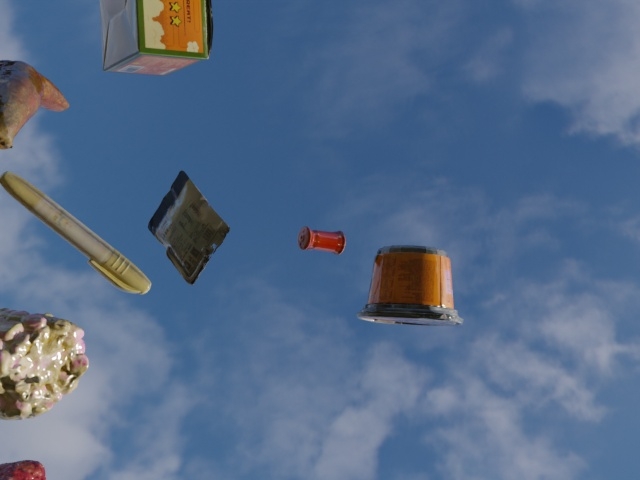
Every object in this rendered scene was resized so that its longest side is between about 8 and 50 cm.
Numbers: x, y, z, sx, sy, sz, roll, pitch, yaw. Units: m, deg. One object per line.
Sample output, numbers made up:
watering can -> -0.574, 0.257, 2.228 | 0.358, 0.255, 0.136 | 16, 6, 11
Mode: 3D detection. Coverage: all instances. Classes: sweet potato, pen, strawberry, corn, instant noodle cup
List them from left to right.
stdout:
corn -> -0.368, 0.113, 0.697 | 0.335, 0.126, 0.127 | 1, -71, 26
strawberry -> -0.450, 0.368, 1.029 | 0.131, 0.148, 0.131 | -7, -57, -10
sweet potato -> -0.310, -0.151, 0.745 | 0.058, 0.255, 0.078 | -43, -71, 4
pen -> -0.313, -0.003, 0.926 | 0.233, 0.040, 0.032 | 41, -31, -21
instant noodle cup -> 0.153, 0.076, 1.229 | 0.208, 0.177, 0.126 | -8, -105, 48

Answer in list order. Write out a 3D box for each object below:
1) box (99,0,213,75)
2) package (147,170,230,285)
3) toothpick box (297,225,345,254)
box -> -0.311, -0.414, 1.355 | 0.195, 0.148, 0.178 | 1, -86, 55
package -> -0.268, -0.024, 1.452 | 0.173, 0.027, 0.171 | 51, -56, 20
toothpick box -> 0.000, 0.000, 1.338 | 0.083, 0.047, 0.047 | 8, -63, -32
